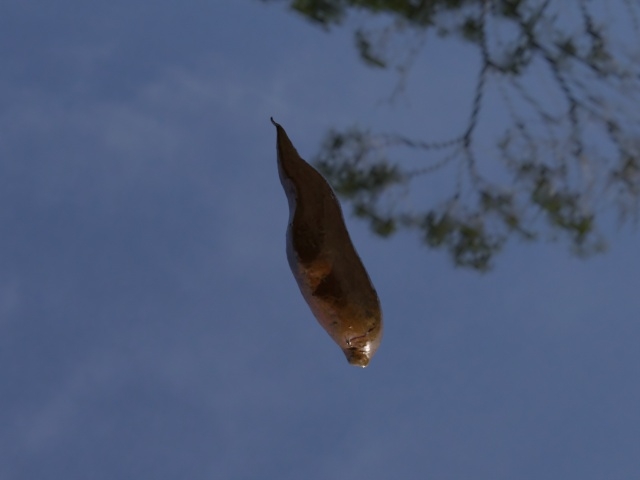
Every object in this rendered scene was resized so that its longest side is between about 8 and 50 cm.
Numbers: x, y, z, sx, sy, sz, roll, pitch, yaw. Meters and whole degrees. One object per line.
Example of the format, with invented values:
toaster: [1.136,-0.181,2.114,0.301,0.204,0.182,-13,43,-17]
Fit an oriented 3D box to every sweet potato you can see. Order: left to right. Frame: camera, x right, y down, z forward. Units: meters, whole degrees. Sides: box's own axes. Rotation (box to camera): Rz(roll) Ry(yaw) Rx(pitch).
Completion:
sweet potato: [0.000,0.000,1.284,0.056,0.056,0.195,-11,-100,-41]
